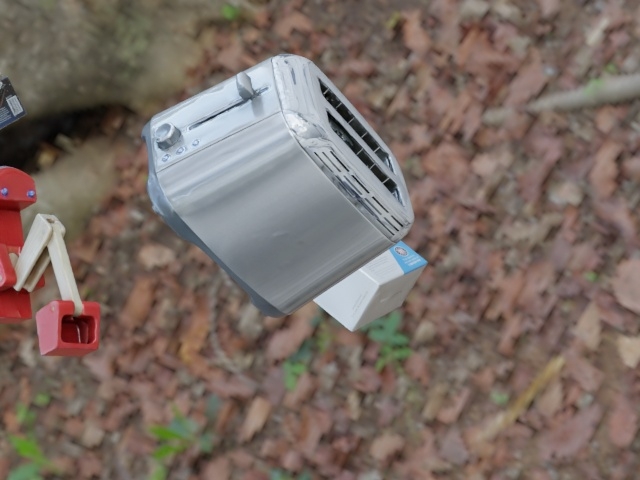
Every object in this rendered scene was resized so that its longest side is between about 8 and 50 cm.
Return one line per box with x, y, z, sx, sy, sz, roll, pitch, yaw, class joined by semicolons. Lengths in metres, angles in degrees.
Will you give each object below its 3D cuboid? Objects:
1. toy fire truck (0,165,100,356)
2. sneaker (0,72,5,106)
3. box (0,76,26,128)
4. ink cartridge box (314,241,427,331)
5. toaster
-0.261;0.017;1.513;0.135;0.047;0.192;-21;72;44;toy fire truck
-0.289;-0.098;1.153;0.190;0.082;0.071;-4;-70;-80;sneaker
-0.388;-0.084;1.581;0.159;0.044;0.233;-23;10;15;box
0.000;0.000;1.640;0.181;0.104;0.062;39;117;17;ink cartridge box
-0.026;-0.040;1.349;0.146;0.227;0.129;-30;39;17;toaster
